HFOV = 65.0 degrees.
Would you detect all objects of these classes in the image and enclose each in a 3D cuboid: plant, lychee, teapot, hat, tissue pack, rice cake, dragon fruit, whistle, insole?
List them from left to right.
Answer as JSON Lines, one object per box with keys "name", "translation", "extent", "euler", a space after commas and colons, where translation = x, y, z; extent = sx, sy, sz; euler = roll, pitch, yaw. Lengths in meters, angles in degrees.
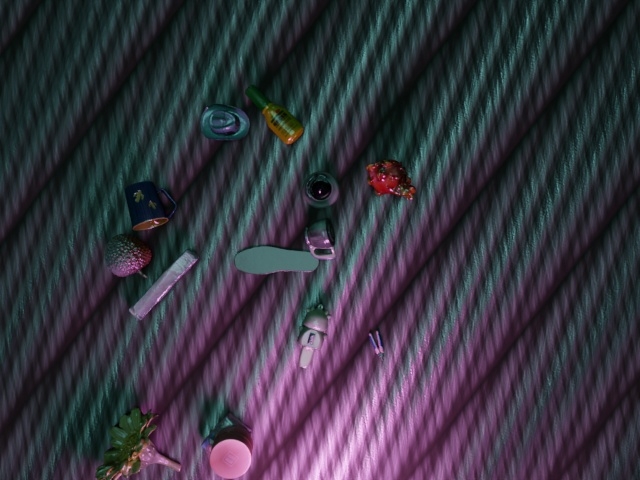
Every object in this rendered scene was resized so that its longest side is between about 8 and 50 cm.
{"name": "lychee", "translation": [-0.709, 0.066, 1.861], "extent": [0.165, 0.165, 0.197], "euler": [-32, 95, 2]}
{"name": "plant", "translation": [-0.677, 0.762, 1.879], "extent": [0.306, 0.297, 0.261], "euler": [-40, 59, 42]}
{"name": "rice cake", "translation": [-0.596, 0.167, 1.906], "extent": [0.066, 0.063, 0.336], "euler": [44, 91, -3]}
{"name": "hat", "translation": [-0.366, -0.446, 1.886], "extent": [0.191, 0.078, 0.138], "euler": [4, 89, 2]}
{"name": "tissue pack", "translation": [-0.357, 0.750, 1.902], "extent": [0.115, 0.065, 0.155], "euler": [42, 91, 1]}
{"name": "insole", "translation": [-0.168, 0.077, 1.920], "extent": [0.328, 0.007, 0.111], "euler": [1, 92, 2]}
{"name": "whistle", "translation": [-0.031, 0.355, 1.876], "extent": [0.110, 0.092, 0.244], "euler": [15, 89, 0]}
{"name": "teapot", "translation": [0.000, -0.009, 1.881], "extent": [0.108, 0.149, 0.111], "euler": [-11, 47, 17]}
{"name": "dragon fruit", "translation": [0.264, -0.222, 1.841], "extent": [0.208, 0.133, 0.150], "euler": [39, 88, 4]}

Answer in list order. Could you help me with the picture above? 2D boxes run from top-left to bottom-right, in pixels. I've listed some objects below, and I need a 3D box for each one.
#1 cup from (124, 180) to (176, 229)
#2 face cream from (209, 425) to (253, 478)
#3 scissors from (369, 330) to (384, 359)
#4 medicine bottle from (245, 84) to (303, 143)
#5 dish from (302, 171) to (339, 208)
{"name": "cup", "translation": [-0.638, -0.137, 1.885], "extent": [0.177, 0.131, 0.155], "euler": [-18, 86, -28]}
{"name": "face cream", "translation": [-0.321, 0.765, 1.819], "extent": [0.149, 0.104, 0.149], "euler": [0, 96, -4]}
{"name": "scissors", "translation": [0.219, 0.400, 1.907], "extent": [0.039, 0.012, 0.113], "euler": [-20, 90, 2]}
{"name": "medicine bottle", "translation": [-0.179, -0.479, 1.888], "extent": [0.095, 0.064, 0.260], "euler": [-45, 88, 2]}
{"name": "dish", "translation": [0.000, -0.193, 1.877], "extent": [0.141, 0.078, 0.141], "euler": [0, 90, 2]}
